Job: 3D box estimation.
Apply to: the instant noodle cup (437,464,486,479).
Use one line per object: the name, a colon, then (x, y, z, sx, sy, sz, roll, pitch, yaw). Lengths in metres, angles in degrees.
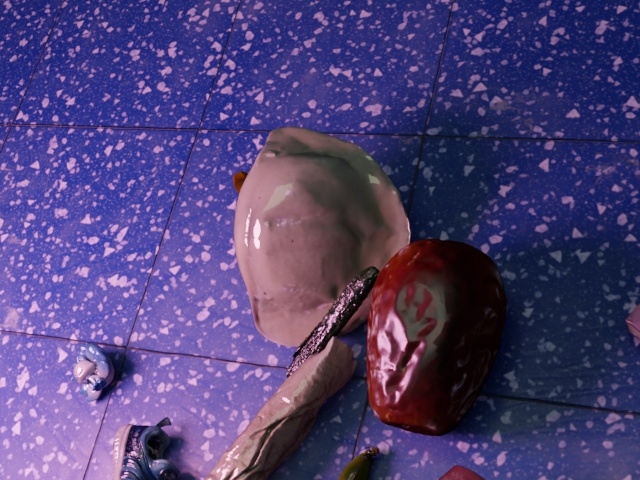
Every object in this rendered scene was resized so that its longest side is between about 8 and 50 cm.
instant noodle cup: (0.202, 0.454, 1.384, 0.178, 0.234, 0.235, -42, 57, -17)

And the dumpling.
dumpling: (0.000, 0.000, 1.696, 0.316, 0.233, 0.394, 8, 90, 16)

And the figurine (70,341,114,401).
figurine: (-0.437, 0.239, 1.806, 0.114, 0.079, 0.114, 15, 112, 41)

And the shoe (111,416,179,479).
shoe: (-0.301, 0.407, 1.656, 0.106, 0.091, 0.207, -16, 53, 15)

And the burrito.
burrito: (-0.076, 0.330, 1.603, 0.076, 0.117, 0.392, 30, 77, 42)

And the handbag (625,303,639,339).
handbag: (0.578, 0.105, 1.500, 0.173, 0.095, 0.117, -45, 61, -3)

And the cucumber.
cucumber: (0.022, 0.143, 1.650, 0.044, 0.043, 0.256, 44, 107, 27)

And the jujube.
jujube: (0.181, 0.153, 1.563, 0.223, 0.223, 0.317, 7, 73, 23)

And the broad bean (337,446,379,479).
broad bean: (0.038, 0.451, 1.538, 0.065, 0.046, 0.254, 10, 66, 11)

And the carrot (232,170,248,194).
carrot: (-0.130, -0.068, 1.884, 0.042, 0.042, 0.170, -29, 59, 3)
